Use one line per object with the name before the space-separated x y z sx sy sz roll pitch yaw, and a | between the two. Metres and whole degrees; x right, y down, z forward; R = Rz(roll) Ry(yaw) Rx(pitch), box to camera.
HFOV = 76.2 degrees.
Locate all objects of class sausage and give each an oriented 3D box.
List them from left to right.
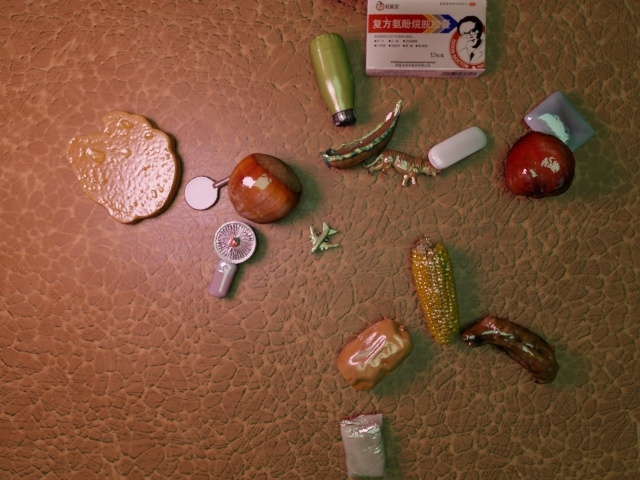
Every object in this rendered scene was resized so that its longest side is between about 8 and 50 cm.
sausage | 0.164 0.336 1.212 0.241 0.120 0.136 -37 100 1

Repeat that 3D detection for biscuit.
biscuit | -0.600 -0.235 1.268 0.351 0.057 0.312 37 91 0

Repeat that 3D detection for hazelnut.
hazelnut | -0.167 -0.148 1.194 0.214 0.176 0.215 0 97 -3

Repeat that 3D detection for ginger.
ginger | 0.577 0.313 1.209 0.309 0.107 0.133 32 114 1

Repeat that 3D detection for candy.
candy | 0.712 -0.342 1.218 0.138 0.071 0.174 -39 88 2

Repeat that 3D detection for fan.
fan | -0.276 0.059 1.249 0.130 0.074 0.244 20 91 1

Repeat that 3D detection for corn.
corn | 0.342 0.147 1.209 0.119 0.119 0.322 -9 90 2

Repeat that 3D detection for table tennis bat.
table tennis bat | -0.351 -0.160 1.230 0.169 0.119 0.108 -26 90 3

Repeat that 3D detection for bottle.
bottle | 0.044 -0.472 1.220 0.112 0.112 0.260 -14 89 2

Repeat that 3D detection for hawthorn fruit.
hawthorn fruit | 0.627 -0.224 1.180 0.185 0.185 0.202 -4 73 2

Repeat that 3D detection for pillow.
pillow | 0.135 0.627 1.235 0.134 0.078 0.182 -8 93 5

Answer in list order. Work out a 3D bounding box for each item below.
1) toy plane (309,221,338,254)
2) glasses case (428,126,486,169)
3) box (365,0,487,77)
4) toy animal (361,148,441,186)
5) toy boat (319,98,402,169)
toy plane | 0.000 0.000 1.257 0.102 0.040 0.111 36 92 3
glasses case | 0.412 -0.277 1.223 0.197 0.049 0.076 -29 86 -14
box | 0.314 -0.611 1.237 0.353 0.069 0.215 1 90 0
toy animal | 0.246 -0.223 1.246 0.241 0.057 0.099 18 84 3
toy boat | 0.140 -0.302 1.224 0.292 0.108 0.099 -33 117 1
